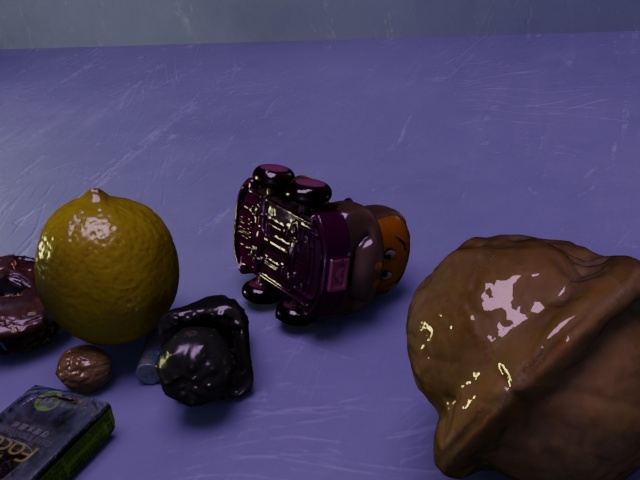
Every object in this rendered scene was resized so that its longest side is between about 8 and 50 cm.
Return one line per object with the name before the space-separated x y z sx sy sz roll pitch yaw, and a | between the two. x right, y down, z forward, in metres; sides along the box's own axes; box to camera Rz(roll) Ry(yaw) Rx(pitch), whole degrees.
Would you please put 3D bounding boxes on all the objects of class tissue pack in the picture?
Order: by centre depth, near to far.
tissue pack | -0.452 0.325 1.266 0.173 0.073 0.235 9 34 29

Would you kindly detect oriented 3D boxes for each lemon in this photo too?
lemon | -0.369 0.050 1.446 0.267 0.267 0.267 -7 30 4

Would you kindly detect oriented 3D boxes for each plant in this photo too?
plant | -0.184 0.176 1.369 0.142 0.164 0.256 -4 19 8

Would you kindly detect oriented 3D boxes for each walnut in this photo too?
walnut | 0.274 0.152 1.075 0.384 0.383 0.383 -7 30 4
walnut | -0.407 0.221 1.429 0.096 0.082 0.079 -8 -2 -9

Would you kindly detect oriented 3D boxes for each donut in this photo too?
donut | -0.583 0.126 1.585 0.216 0.096 0.230 9 36 -5

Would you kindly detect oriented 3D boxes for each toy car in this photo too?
toy car | 0.000 0.000 1.550 0.240 0.271 0.341 -7 24 -35

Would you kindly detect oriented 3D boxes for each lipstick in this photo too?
lipstick | -0.290 0.188 1.480 0.048 0.048 0.158 -6 30 5
